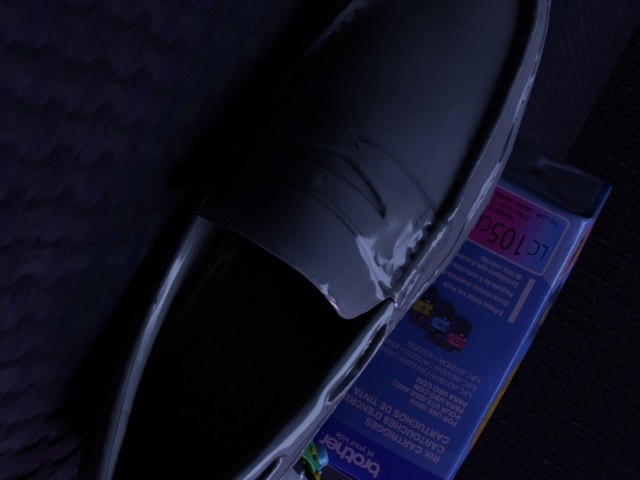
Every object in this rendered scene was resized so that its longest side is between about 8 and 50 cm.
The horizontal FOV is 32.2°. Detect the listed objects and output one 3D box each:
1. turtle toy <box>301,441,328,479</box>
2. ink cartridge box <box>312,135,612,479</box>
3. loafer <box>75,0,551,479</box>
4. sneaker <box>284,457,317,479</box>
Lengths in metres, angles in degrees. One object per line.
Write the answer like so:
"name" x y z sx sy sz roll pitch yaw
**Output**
"turtle toy" -0.038 0.194 0.844 0.130 0.066 0.095 -65 167 16
"ink cartridge box" 0.132 0.098 1.132 0.395 0.151 0.270 -63 167 17
"loafer" 0.000 0.000 0.471 0.319 0.112 0.111 -61 176 2
"sneaker" -0.076 0.179 0.647 0.108 0.100 0.271 -28 157 -23
